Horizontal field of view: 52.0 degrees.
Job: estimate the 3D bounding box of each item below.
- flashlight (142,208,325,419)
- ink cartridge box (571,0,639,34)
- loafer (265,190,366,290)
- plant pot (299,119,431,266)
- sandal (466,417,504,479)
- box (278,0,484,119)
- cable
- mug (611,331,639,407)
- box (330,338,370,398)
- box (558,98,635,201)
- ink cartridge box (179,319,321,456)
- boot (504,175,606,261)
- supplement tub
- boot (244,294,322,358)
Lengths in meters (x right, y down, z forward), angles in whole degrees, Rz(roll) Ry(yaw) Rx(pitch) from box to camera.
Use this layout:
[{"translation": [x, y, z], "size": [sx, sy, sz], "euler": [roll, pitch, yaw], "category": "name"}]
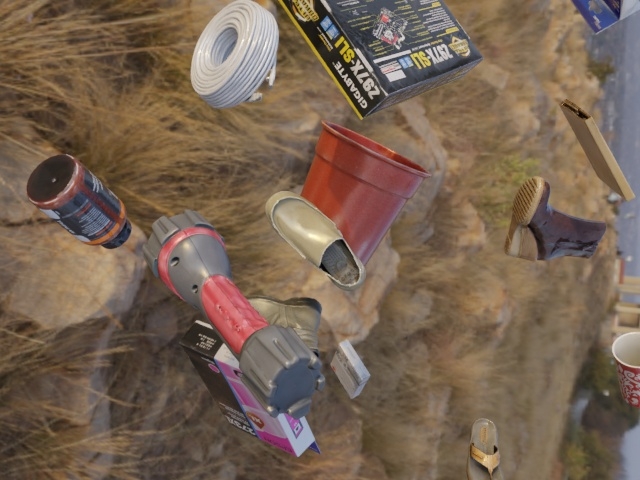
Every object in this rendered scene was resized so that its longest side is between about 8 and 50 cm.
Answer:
[{"translation": [-0.110, 0.074, 0.783], "size": [0.103, 0.304, 0.103], "euler": [18, 106, -45], "category": "flashlight"}, {"translation": [0.616, -0.516, 1.172], "size": [0.065, 0.333, 0.165], "euler": [44, 27, -36], "category": "ink cartridge box"}, {"translation": [0.000, 0.000, 1.347], "size": [0.102, 0.268, 0.092], "euler": [-49, -170, -6], "category": "loafer"}, {"translation": [0.069, -0.094, 1.489], "size": [0.272, 0.273, 0.264], "euler": [-4, 123, -64], "category": "plant pot"}, {"translation": [0.401, 0.514, 1.575], "size": [0.219, 0.090, 0.060], "euler": [-73, 172, -48], "category": "sandal"}, {"translation": [0.114, -0.368, 1.138], "size": [0.322, 0.079, 0.257], "euler": [-31, 87, -42], "category": "box"}, {"translation": [-0.204, -0.429, 1.521], "size": [0.089, 0.257, 0.256], "euler": [24, 66, -43], "category": "cable"}, {"translation": [0.795, 0.317, 1.594], "size": [0.113, 0.151, 0.169], "euler": [-89, 161, -54], "category": "mug"}, {"translation": [0.097, 0.434, 2.202], "size": [0.038, 0.145, 0.186], "euler": [-23, 153, -23], "category": "box"}, {"translation": [0.565, -0.187, 1.346], "size": [0.201, 0.021, 0.164], "euler": [54, 15, -19], "category": "box"}, {"translation": [-0.122, 0.304, 1.237], "size": [0.069, 0.176, 0.370], "euler": [-55, 145, -30], "category": "ink cartridge box"}, {"translation": [0.542, -0.048, 1.483], "size": [0.248, 0.207, 0.090], "euler": [92, -2, -48], "category": "boot"}, {"translation": [-0.416, -0.058, 1.160], "size": [0.198, 0.106, 0.106], "euler": [58, 44, -56], "category": "supplement tub"}, {"translation": [-0.118, 0.209, 1.502], "size": [0.161, 0.247, 0.083], "euler": [-81, 164, -45], "category": "boot"}]
